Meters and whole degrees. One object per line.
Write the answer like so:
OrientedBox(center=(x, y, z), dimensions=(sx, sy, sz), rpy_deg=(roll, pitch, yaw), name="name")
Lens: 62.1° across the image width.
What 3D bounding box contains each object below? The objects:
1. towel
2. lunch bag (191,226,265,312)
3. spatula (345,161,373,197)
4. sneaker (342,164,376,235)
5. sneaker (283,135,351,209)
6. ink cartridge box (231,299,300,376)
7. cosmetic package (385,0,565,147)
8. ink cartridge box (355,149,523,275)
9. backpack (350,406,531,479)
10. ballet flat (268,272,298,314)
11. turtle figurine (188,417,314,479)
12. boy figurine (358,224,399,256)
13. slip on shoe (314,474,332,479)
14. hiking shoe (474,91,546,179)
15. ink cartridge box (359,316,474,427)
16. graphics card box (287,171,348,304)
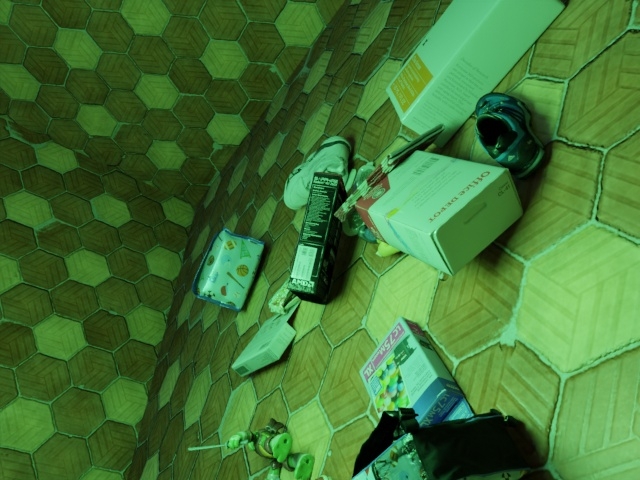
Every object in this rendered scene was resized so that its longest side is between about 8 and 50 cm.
OrientedBox(center=(0.189, -0.180, 1.470), dimensions=(0.237, 0.037, 0.329), rpy_deg=(-35, -7, -33), name="towel")
OrientedBox(center=(-0.414, 0.131, 2.368), dimensions=(0.385, 0.239, 0.327), rpy_deg=(161, 131, -79), name="lunch bag")
OrientedBox(center=(0.107, -0.152, 1.840), dimensions=(0.168, 0.019, 0.242), rpy_deg=(-1, 66, 62), name="spatula")
OrientedBox(center=(0.131, -0.124, 1.710), dimensions=(0.115, 0.090, 0.232), rpy_deg=(-70, 0, -87), name="sneaker")
OrientedBox(center=(-0.022, -0.213, 1.998), dimensions=(0.366, 0.137, 0.210), rpy_deg=(-45, 25, 30), name="sneaker")
OrientedBox(center=(-0.174, 0.347, 1.881), dimensions=(0.275, 0.060, 0.239), rpy_deg=(-36, 12, 47), name="ink cartridge box")
OrientedBox(center=(0.392, -0.506, 1.437), dimensions=(0.453, 0.162, 0.230), rpy_deg=(-50, 28, 27), name="cosmetic package")
OrientedBox(center=(0.256, -0.075, 1.204), dimensions=(0.226, 0.131, 0.306), rpy_deg=(-39, 30, -11), name="ink cartridge box")
OrientedBox(center=(0.188, 0.414, 0.886), dimensions=(0.263, 0.277, 0.213), rpy_deg=(-48, 42, 39), name="backpack")
OrientedBox(center=(-0.086, 0.160, 1.856), dimensions=(0.077, 0.091, 0.241), rpy_deg=(32, 83, 27), name="ballet flat")
OrientedBox(center=(-0.165, 0.612, 1.450), dimensions=(0.266, 0.275, 0.197), rpy_deg=(-22, 82, 50), name="turtle figurine")
OrientedBox(center=(0.210, -0.036, 1.437), dimensions=(0.285, 0.092, 0.177), rpy_deg=(11, 77, 64), name="boy figurine")
OrientedBox(center=(-0.075, 0.688, 1.303), dimensions=(0.331, 0.101, 0.123), rpy_deg=(-50, 26, 26), name="slip on shoe")
OrientedBox(center=(0.409, -0.270, 1.211), dimensions=(0.113, 0.132, 0.304), rpy_deg=(-50, 28, 29), name="hiking shoe")
OrientedBox(center=(0.196, 0.327, 1.159), dimensions=(0.185, 0.065, 0.311), rpy_deg=(-57, 27, 16), name="ink cartridge box")
OrientedBox(center=(0.000, 0.000, 1.641), dimensions=(0.233, 0.094, 0.370), rpy_deg=(60, -140, -74), name="graphics card box")
